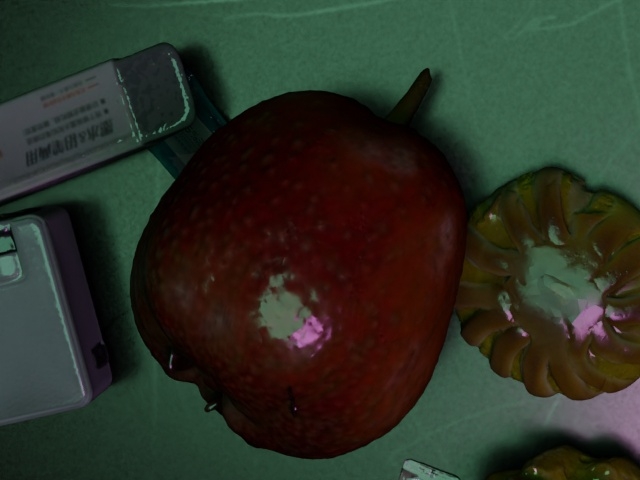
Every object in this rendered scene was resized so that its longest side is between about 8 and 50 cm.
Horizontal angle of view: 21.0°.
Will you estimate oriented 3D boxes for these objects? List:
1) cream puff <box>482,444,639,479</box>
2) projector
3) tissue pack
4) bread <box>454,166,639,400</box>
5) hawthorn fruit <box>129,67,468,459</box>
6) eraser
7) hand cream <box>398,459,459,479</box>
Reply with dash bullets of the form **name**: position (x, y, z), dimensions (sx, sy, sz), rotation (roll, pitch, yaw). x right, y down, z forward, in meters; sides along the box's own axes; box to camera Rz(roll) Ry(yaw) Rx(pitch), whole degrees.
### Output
- **cream puff**: position (0.226, 0.275, 1.516), dimensions (0.221, 0.195, 0.195), rotation (16, 98, 5)
- **projector**: position (-0.342, 0.082, 1.632), dimensions (0.256, 0.099, 0.192), rotation (-13, 97, 12)
- **tissue pack**: position (-0.112, -0.083, 1.614), dimensions (0.085, 0.028, 0.138), rotation (-40, 83, 8)
- **bread**: position (0.213, 0.044, 1.531), dimensions (0.213, 0.105, 0.213), rotation (2, 99, 10)
- **hawthorn fruit**: position (0.000, 0.000, 1.496), dimensions (0.284, 0.285, 0.369), rotation (27, 79, 6)
- **eraser**: position (-0.274, -0.090, 1.613), dimensions (0.352, 0.061, 0.089), rotation (-19, 87, 15)
- **hand cream**: position (0.079, 0.291, 1.618), dimensions (0.057, 0.037, 0.165), rotation (20, 91, 8)
